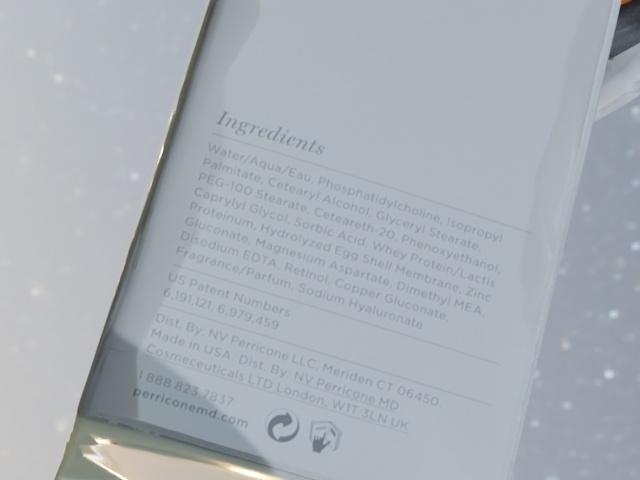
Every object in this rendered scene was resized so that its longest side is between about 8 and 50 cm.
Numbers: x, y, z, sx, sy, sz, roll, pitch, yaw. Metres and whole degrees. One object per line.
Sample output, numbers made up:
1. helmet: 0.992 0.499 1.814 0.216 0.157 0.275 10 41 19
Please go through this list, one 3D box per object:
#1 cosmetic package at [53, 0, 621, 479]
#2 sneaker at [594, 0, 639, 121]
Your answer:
1. cosmetic package: 0.000 0.000 0.693 0.224 0.138 0.224 123 -18 -70
2. sneaker: 0.128 -0.173 0.767 0.321 0.180 0.124 -38 -159 41
